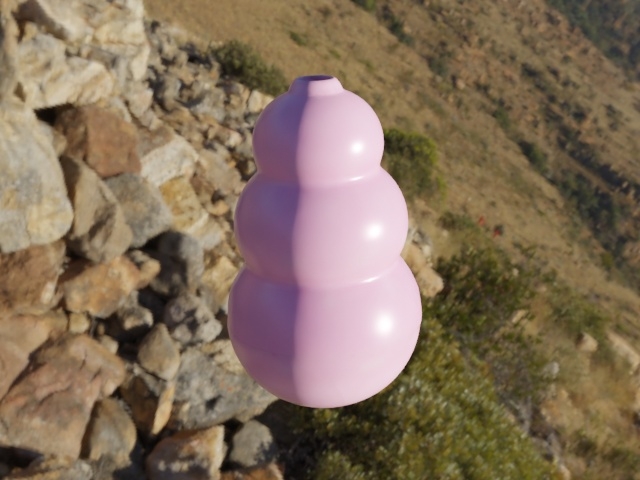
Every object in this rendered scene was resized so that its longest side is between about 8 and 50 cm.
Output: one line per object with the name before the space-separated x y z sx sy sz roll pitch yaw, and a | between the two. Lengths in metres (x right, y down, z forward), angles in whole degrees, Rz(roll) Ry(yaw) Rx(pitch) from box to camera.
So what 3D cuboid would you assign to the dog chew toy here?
dog chew toy | 0.000 0.000 0.831 0.206 0.332 0.206 -3 20 1
